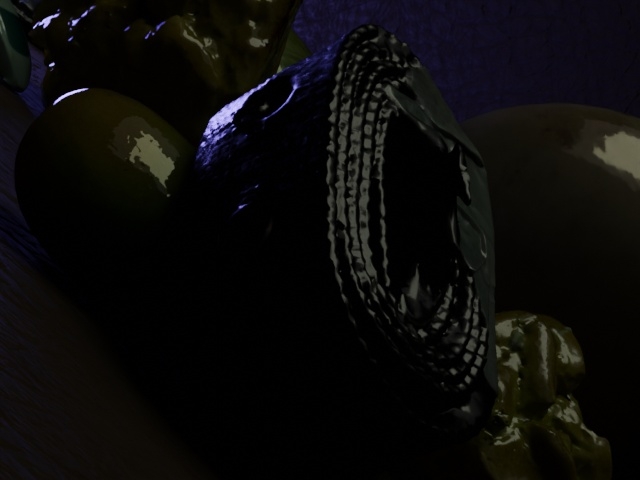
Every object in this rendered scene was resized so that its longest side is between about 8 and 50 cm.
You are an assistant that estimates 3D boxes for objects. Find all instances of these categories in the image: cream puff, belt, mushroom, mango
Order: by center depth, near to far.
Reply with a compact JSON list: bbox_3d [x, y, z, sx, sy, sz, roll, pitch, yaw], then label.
[{"bbox_3d":[0.024,0.004,1.102,0.184,0.164,0.289,40,37,-36],"label":"belt"},{"bbox_3d":[-0.089,0.005,1.199,0.251,0.114,0.156,39,1,-21],"label":"mango"},{"bbox_3d":[0.125,0.148,1.328,0.195,0.194,0.221,42,8,16],"label":"cream puff"},{"bbox_3d":[0.187,0.048,1.566,0.362,0.362,0.294,40,24,-16],"label":"mushroom"},{"bbox_3d":[-0.165,-0.202,1.891,0.257,0.291,0.324,19,23,2],"label":"cream puff"}]

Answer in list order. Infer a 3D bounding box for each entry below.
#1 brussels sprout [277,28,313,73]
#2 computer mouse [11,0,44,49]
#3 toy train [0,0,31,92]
[{"bbox_3d":[-0.116,-0.181,2.375,0.328,0.247,0.328,52,11,-14],"label":"brussels sprout"},{"bbox_3d":[-0.395,-0.336,2.525,0.137,0.086,0.269,39,5,-17],"label":"computer mouse"},{"bbox_3d":[-0.412,-0.304,1.866,0.407,0.088,0.086,43,3,15],"label":"toy train"}]
